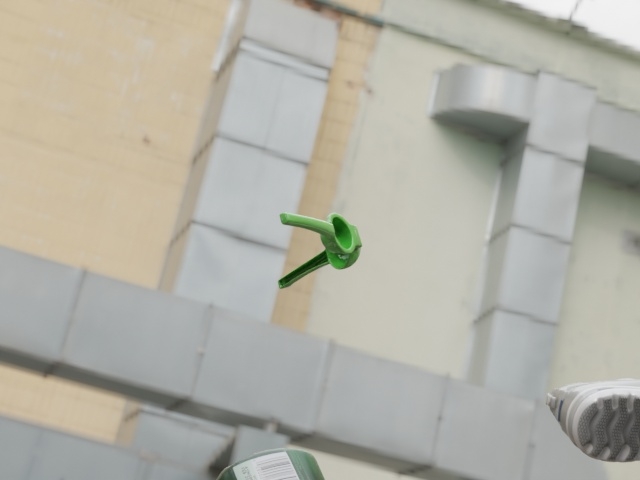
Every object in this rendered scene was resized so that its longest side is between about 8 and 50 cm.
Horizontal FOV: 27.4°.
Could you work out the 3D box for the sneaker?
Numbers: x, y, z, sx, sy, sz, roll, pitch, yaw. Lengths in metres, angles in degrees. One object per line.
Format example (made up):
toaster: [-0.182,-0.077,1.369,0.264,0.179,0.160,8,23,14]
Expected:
sneaker: [0.374,0.185,1.407,0.281,0.105,0.115,13,8,-22]

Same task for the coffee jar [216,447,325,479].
coffee jar: [-0.009,0.229,0.833,0.079,0.184,0.096,-8,-45,-22]

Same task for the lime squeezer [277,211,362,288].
lime squeezer: [0.000,0.000,1.704,0.109,0.059,0.310,2,-16,-1]
